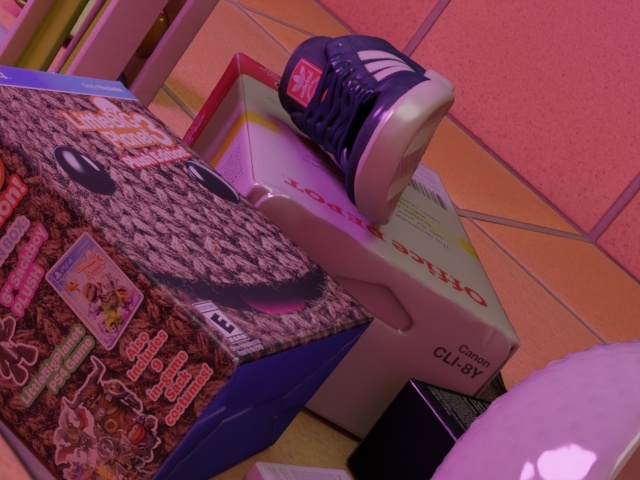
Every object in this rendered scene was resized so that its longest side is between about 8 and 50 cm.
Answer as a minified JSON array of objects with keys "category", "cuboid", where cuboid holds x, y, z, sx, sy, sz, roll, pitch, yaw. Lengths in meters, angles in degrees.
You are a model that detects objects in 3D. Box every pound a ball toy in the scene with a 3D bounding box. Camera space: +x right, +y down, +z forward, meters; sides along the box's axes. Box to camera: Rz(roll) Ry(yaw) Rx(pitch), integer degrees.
[{"category":"pound a ball toy","cuboid":[-0.194,-0.254,1.127,0.136,0.319,0.208,17,26,-49]}]

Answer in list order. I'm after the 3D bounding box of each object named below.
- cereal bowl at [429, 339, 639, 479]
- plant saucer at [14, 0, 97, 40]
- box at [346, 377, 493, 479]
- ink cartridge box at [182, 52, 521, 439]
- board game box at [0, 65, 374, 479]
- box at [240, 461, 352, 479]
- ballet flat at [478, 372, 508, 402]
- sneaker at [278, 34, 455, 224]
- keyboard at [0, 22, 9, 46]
[{"category":"cereal bowl","cuboid":[0.136,0.208,0.626,0.141,0.339,0.339,16,-1,42]},{"category":"plant saucer","cuboid":[-0.276,-0.306,1.455,0.188,0.045,0.188,33,54,-16]},{"category":"box","cuboid":[0.165,0.244,0.907,0.184,0.103,0.261,18,25,-40]},{"category":"ink cartridge box","cuboid":[0.000,0.000,1.117,0.279,0.160,0.384,31,18,-18]},{"category":"board game box","cuboid":[-0.144,0.022,0.806,0.291,0.141,0.232,42,17,15]},{"category":"box","cuboid":[-0.014,0.199,0.667,0.087,0.101,0.102,19,25,-47]},{"category":"ballet flat","cuboid":[0.176,0.183,1.182,0.250,0.058,0.084,-106,176,-55]},{"category":"sneaker","cuboid":[0.027,-0.114,1.008,0.148,0.131,0.350,29,12,0]},{"category":"keyboard","cuboid":[-0.407,-0.273,1.287,0.256,0.014,0.072,44,13,22]}]
